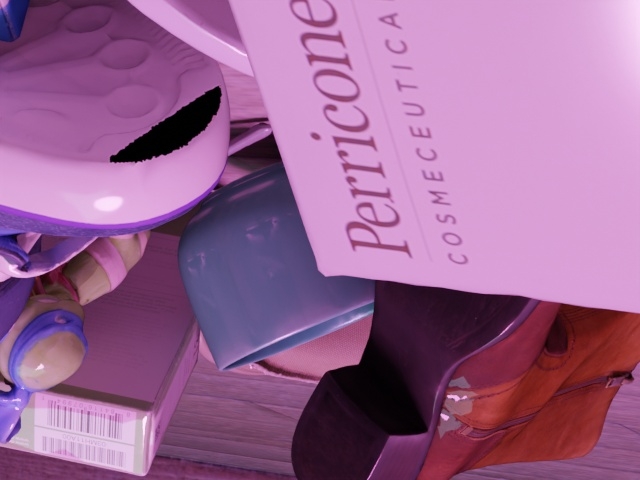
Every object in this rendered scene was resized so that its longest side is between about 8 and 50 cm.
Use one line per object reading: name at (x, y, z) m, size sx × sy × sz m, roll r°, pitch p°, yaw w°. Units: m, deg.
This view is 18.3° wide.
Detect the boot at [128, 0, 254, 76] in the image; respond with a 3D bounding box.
boot at (0.009, -0.079, 0.784) m, size 0.258 × 0.095 × 0.123 m, roll 17°, pitch 161°, yaw -27°

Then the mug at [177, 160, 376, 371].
mug at (-0.006, 0.004, 1.172) m, size 0.157 × 0.097 × 0.129 m, roll -21°, pitch 174°, yaw -24°

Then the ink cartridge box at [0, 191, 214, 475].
ink cartridge box at (-0.156, 0.040, 1.250) m, size 0.171 × 0.056 × 0.235 m, roll 11°, pitch -147°, yaw 7°

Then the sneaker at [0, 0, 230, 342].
sneaker at (-0.146, -0.004, 0.889) m, size 0.322 × 0.130 × 0.236 m, roll 22°, pitch 135°, yaw 38°

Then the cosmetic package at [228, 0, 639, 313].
cosmetic package at (0.167, -0.087, 0.321) m, size 0.365 × 0.155 × 0.197 m, roll 5°, pitch 141°, yaw 23°

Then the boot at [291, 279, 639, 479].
boot at (0.145, 0.049, 1.165) m, size 0.280 × 0.264 × 0.096 m, roll -3°, pitch -143°, yaw -47°

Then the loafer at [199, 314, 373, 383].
loafer at (0.018, 0.056, 1.439) m, size 0.092 × 0.102 × 0.268 m, roll -1°, pitch 172°, yaw 44°

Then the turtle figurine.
turtle figurine at (-0.189, -0.048, 1.133) m, size 0.266 × 0.275 × 0.197 m, roll 28°, pitch -157°, yaw 36°

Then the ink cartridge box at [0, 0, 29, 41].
ink cartridge box at (-0.174, -0.145, 0.695) m, size 0.139 × 0.082 × 0.191 m, roll 12°, pitch 167°, yaw 0°
